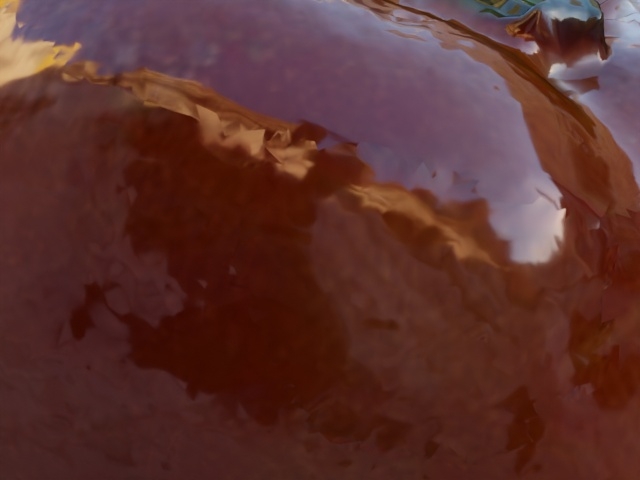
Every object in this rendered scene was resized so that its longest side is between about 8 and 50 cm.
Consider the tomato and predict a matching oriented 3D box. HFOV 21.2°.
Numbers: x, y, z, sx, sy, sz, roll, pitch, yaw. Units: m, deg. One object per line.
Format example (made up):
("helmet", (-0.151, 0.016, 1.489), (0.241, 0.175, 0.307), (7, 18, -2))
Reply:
("tomato", (0.000, 0.000, 0.629), (0.341, 0.273, 0.341), (14, 30, -8))
